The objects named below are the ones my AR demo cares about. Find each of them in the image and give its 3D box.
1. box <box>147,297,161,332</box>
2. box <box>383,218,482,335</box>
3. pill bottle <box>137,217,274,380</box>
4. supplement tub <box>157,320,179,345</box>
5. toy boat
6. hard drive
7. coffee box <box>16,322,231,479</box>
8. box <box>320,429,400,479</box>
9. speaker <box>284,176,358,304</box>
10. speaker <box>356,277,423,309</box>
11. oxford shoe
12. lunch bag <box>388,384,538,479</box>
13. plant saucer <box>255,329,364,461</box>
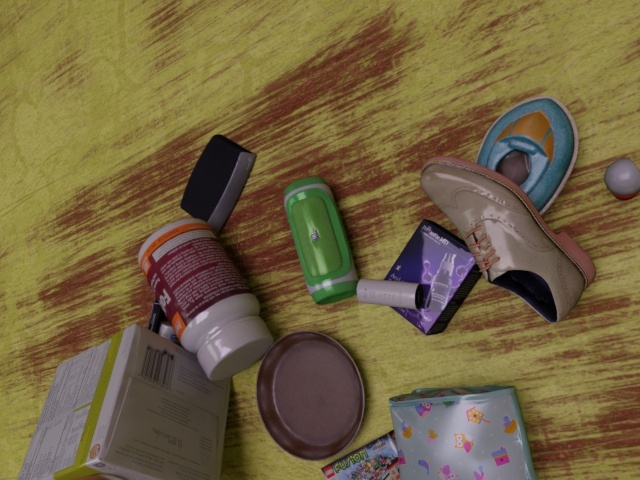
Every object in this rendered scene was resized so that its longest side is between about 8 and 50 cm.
[{"bbox_3d":[-0.489,0.244,1.566,0.029,0.116,0.162,12,92,-10],"label":"box"},{"bbox_3d":[0.245,0.080,1.161,0.153,0.108,0.207,36,103,29],"label":"box"},{"bbox_3d":[-0.301,0.153,1.399,0.224,0.224,0.392,-45,65,18],"label":"pill bottle"},{"bbox_3d":[-0.449,0.297,1.555,0.071,0.071,0.107,15,93,30],"label":"supplement tub"},{"bbox_3d":[0.461,-0.149,1.041,0.318,0.148,0.268,21,95,30],"label":"toy boat"},{"bbox_3d":[-0.306,-0.169,1.536,0.172,0.054,0.255,33,101,28],"label":"hard drive"},{"bbox_3d":[-0.470,0.472,1.325,0.334,0.337,0.338,-28,40,25],"label":"coffee box"},{"bbox_3d":[0.109,0.537,1.227,0.207,0.036,0.114,-37,68,21],"label":"box"},{"bbox_3d":[0.000,0.000,1.302,0.131,0.131,0.297,-24,73,25],"label":"speaker"},{"bbox_3d":[0.147,0.112,1.119,0.136,0.055,0.055,2,85,31],"label":"speaker"},{"bbox_3d":[0.339,-0.008,1.013,0.397,0.140,0.146,38,61,7],"label":"oxford shoe"},{"bbox_3d":[0.291,0.409,1.069,0.262,0.160,0.224,-16,76,33],"label":"lunch bag"},{"bbox_3d":[-0.023,0.379,1.314,0.310,0.050,0.311,-4,81,30],"label":"plant saucer"}]
